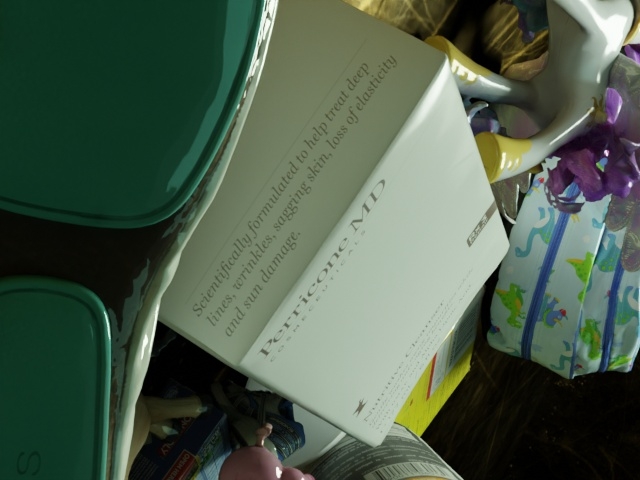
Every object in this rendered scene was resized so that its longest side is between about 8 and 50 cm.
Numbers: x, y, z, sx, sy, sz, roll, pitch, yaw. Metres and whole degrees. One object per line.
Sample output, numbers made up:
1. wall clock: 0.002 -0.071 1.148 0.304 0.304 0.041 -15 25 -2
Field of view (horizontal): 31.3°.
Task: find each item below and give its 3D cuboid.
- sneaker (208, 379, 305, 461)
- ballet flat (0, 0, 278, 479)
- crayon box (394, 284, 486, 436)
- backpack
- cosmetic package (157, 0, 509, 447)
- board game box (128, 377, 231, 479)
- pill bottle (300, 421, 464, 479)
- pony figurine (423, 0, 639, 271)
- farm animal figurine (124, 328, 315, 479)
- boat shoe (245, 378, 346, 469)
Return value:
1. sneaker: -0.049 0.146 0.928 0.058 0.135 0.052 -21 113 -16
2. ballet flat: -0.122 -0.013 0.535 0.139 0.139 0.400 -11 118 -64
3. crayon box: 0.070 0.195 1.336 0.318 0.081 0.202 -48 157 -30
4. backpack: 0.323 -0.007 1.406 0.355 0.273 0.290 -48 160 -23
5. cosmetic package: 0.000 0.000 0.801 0.217 0.156 0.385 -57 160 -4
6. board game box: -0.136 0.234 0.937 0.194 0.060 0.194 -54 158 -16
7. pill bottle: 0.052 0.253 1.036 0.162 0.162 0.278 -60 -163 1
8. pony figurine: 0.247 -0.140 1.096 0.363 0.303 0.351 -7 117 -47
9. farm animal figurine: -0.131 0.268 0.695 0.172 0.330 0.327 17 116 -49
10. boat shoe: 0.028 0.094 1.082 0.301 0.108 0.102 -60 160 -21
